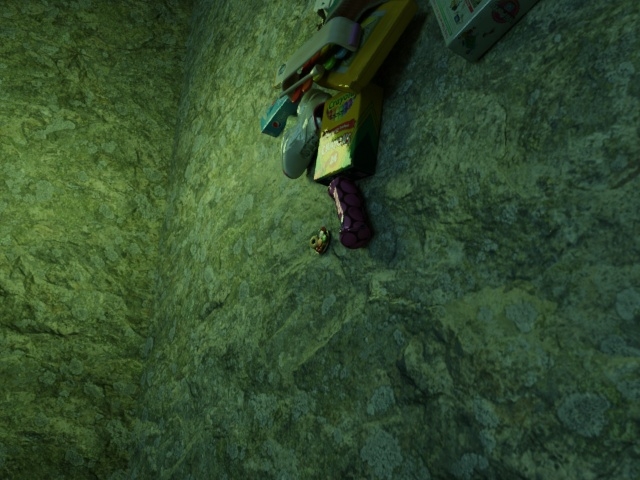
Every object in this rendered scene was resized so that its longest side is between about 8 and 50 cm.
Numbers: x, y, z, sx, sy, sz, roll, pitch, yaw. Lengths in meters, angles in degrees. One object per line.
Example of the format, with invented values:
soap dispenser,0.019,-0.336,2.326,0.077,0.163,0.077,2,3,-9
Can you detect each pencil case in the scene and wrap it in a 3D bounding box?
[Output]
pencil case,0.073,-0.081,1.498,0.095,0.098,0.209,-51,37,34

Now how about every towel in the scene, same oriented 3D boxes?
towel,-0.108,-0.381,1.999,0.110,0.027,0.148,29,102,58

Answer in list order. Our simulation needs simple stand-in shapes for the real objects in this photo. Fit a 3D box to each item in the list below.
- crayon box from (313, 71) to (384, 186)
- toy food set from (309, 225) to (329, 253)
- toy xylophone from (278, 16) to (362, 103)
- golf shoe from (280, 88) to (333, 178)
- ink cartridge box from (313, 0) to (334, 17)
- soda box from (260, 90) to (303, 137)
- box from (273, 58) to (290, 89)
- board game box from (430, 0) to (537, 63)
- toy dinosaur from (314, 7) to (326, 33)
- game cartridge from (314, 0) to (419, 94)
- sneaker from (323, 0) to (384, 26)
crayon box,0.083,-0.329,1.613,0.202,0.081,0.318,-14,64,56
toy food set,0.000,0.000,1.654,0.082,0.020,0.083,-61,33,21
toy xylophone,-0.020,-0.523,1.652,0.323,0.081,0.236,-17,47,52
golf shoe,-0.038,-0.340,1.789,0.140,0.115,0.306,32,105,55
ink cartridge box,0.082,-0.828,1.836,0.218,0.092,0.158,29,101,57
soda box,-0.147,-0.484,2.071,0.210,0.067,0.071,-41,44,42
box,-0.139,-0.659,2.180,0.136,0.028,0.081,-11,67,54
board game box,0.389,-0.586,1.220,0.303,0.098,0.224,-42,42,40
toy dinosaur,0.011,-0.729,1.931,0.211,0.064,0.112,112,160,-81
game cartridge,0.118,-0.565,1.605,0.285,0.053,0.324,-56,25,5
sneaker,0.116,-0.728,1.611,0.302,0.108,0.121,-30,43,44
